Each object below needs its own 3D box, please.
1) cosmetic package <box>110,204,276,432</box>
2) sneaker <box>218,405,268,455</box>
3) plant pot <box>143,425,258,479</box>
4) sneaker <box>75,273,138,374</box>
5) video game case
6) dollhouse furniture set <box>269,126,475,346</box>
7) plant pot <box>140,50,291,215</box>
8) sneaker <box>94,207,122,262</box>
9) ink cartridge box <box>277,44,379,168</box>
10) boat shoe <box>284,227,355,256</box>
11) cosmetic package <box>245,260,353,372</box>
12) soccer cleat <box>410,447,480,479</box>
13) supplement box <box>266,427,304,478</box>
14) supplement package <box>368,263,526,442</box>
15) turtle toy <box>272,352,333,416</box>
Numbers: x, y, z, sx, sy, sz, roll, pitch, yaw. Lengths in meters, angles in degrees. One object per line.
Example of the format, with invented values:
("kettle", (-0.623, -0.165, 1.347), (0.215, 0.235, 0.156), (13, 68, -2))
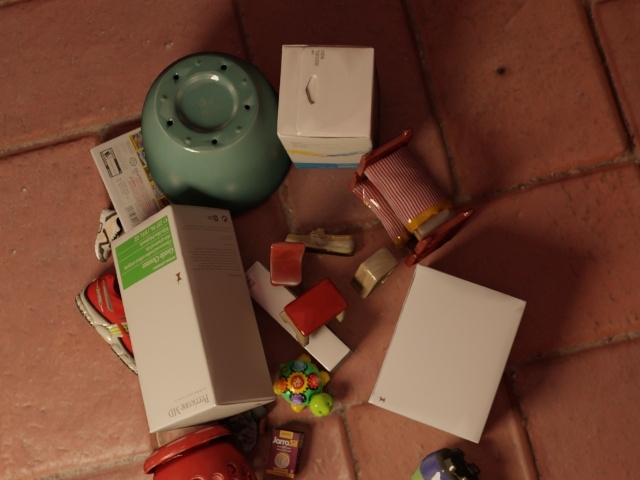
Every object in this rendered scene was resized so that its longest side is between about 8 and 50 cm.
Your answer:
("cosmetic package", (-0.232, 0.141, 1.705), (0.197, 0.155, 0.366), (-29, 68, 37))
("sneaker", (-0.165, 0.311, 1.772), (0.089, 0.051, 0.170), (-45, 82, -5))
("plant pot", (-0.211, 0.435, 1.689), (0.191, 0.191, 0.174), (-26, 76, 2))
("sneaker", (-0.344, 0.173, 1.792), (0.118, 0.107, 0.279), (-42, 81, -11))
("video game case", (-0.315, -0.121, 1.861), (0.206, 0.026, 0.227), (-24, 78, -5))
("dollhouse furniture set", (0.064, -0.008, 1.692), (0.374, 0.152, 0.201), (-34, 79, -19))
("plant pot", (-0.197, -0.213, 1.748), (0.293, 0.235, 0.293), (0, 77, -1))
("sneaker", (-0.414, -0.010, 1.858), (0.043, 0.040, 0.109), (7, 82, 6))
("ink cartridge box", (0.022, -0.241, 1.746), (0.168, 0.233, 0.171), (1, 81, 7))
("boat shoe", (0.000, 0.000, 1.807), (0.135, 0.050, 0.045), (9, 79, -2))
("cosmetic package", (-0.044, 0.143, 1.762), (0.239, 0.099, 0.060), (43, 85, 10))
("soccer cleat", (0.276, 0.503, 1.686), (0.121, 0.093, 0.289), (-42, 82, 30))
("supplement box", (-0.065, 0.393, 1.751), (0.055, 0.043, 0.083), (7, 81, 9))
("supplement package", (0.227, 0.203, 1.697), (0.204, 0.145, 0.262), (19, 84, 9))
("turtle toy", (-0.028, 0.274, 1.754), (0.130, 0.066, 0.095), (41, 88, 11))
